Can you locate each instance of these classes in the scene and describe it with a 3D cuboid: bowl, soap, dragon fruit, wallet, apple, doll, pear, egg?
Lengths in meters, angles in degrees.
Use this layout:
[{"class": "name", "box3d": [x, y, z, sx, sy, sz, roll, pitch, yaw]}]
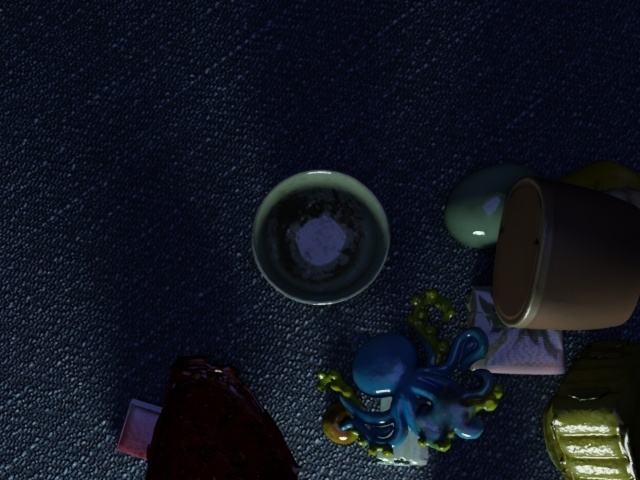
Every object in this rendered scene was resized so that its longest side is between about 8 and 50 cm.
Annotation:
[{"class": "bowl", "box3d": [0.000, 0.000, 1.897, 0.289, 0.146, 0.289, 0, 82, 0]}, {"class": "soap", "box3d": [0.408, 0.189, 1.863, 0.199, 0.138, 0.182, 1, 82, 2]}, {"class": "dragon fruit", "box3d": [-0.228, 0.421, 1.860, 0.286, 0.228, 0.329, 2, 60, -31]}, {"class": "wallet", "box3d": [-0.314, 0.429, 1.912, 0.232, 0.025, 0.119, 17, 83, 3]}, {"class": "apple", "box3d": [0.048, 0.386, 1.882, 0.090, 0.074, 0.089, 0, 81, 0]}, {"class": "doll", "box3d": [0.195, 0.289, 1.817, 0.341, 0.099, 0.346, 39, 90, 27]}, {"class": "pear", "box3d": [0.594, -0.089, 1.883, 0.267, 0.267, 0.178, 0, 57, 2]}, {"class": "egg", "box3d": [0.372, -0.075, 1.883, 0.231, 0.168, 0.168, -26, 83, -1]}]

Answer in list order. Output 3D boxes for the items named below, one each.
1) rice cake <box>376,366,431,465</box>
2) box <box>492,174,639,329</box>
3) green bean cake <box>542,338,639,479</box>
[{"class": "rice cake", "box3d": [0.181, 0.375, 1.898, 0.124, 0.038, 0.211, 0, 83, 1]}, {"class": "box", "box3d": [0.470, 0.029, 1.685, 0.216, 0.301, 0.300, 6, 83, -6]}, {"class": "green bean cake", "box3d": [0.575, 0.383, 1.800, 0.202, 0.285, 0.309, -7, 108, 35]}]
